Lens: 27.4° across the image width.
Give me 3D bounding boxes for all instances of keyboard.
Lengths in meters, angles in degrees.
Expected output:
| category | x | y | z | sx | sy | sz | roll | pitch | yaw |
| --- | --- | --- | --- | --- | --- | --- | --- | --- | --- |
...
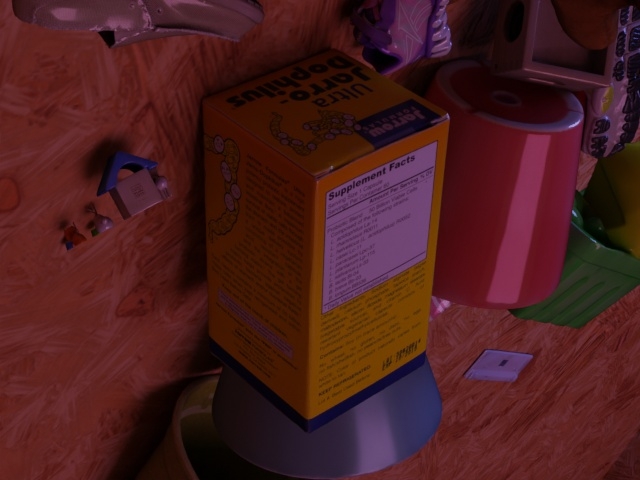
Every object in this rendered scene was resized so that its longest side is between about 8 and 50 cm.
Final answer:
| category | x | y | z | sx | sy | sz | roll | pitch | yaw |
| --- | --- | --- | --- | --- | --- | --- | --- | --- | --- |
| keyboard | 0.360 | 0.252 | 2.638 | 0.072 | 0.014 | 0.256 | -57 | 152 | 11 |

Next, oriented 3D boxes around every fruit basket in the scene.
| category | x | y | z | sx | sy | sz | roll | pitch | yaw |
| --- | --- | --- | --- | --- | --- | --- | --- | --- | --- |
| fruit basket | 0.411 | -0.050 | 1.974 | 0.392 | 0.283 | 0.392 | -35 | 151 | -23 |

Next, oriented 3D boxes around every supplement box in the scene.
| category | x | y | z | sx | sy | sz | roll | pitch | yaw |
| --- | --- | --- | --- | --- | --- | --- | --- | --- | --- |
| supplement box | 0.000 | 0.000 | 1.481 | 0.194 | 0.195 | 0.357 | -26 | 135 | -33 |

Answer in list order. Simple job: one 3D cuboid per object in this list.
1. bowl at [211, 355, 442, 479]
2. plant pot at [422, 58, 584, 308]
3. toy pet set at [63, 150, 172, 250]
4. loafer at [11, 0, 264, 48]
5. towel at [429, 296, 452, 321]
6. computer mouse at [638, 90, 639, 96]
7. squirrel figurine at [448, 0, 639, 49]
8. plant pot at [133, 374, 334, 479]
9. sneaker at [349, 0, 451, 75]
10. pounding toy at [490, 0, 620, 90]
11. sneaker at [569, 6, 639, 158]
| category | x | y | z | sx | sy | sz | roll | pitch | yaw |
| --- | --- | --- | --- | --- | --- | --- | --- | --- | --- |
| bowl | 0.006 | 0.153 | 1.727 | 0.311 | 0.311 | 0.163 | -25 | 126 | -35 |
| plant pot | 0.211 | -0.084 | 1.694 | 0.275 | 0.275 | 0.243 | -19 | 135 | -41 |
| toy pet set | -0.215 | -0.051 | 1.361 | 0.122 | 0.065 | 0.114 | -30 | -175 | -22 |
| loafer | -0.163 | -0.215 | 1.140 | 0.268 | 0.102 | 0.092 | 7 | 125 | -47 |
| towel | 0.227 | 0.049 | 2.136 | 0.197 | 0.029 | 0.144 | -42 | 153 | -6 |
| computer mouse | 0.451 | -0.285 | 1.801 | 0.184 | 0.060 | 0.262 | -6 | 136 | 7 |
| squirrel figurine | 0.325 | -0.343 | 1.331 | 0.281 | 0.370 | 0.397 | -35 | 151 | -19 |
| plant pot | -0.160 | 0.373 | 1.827 | 0.254 | 0.276 | 0.276 | -46 | 156 | 27 |
| sneaker | 0.080 | -0.259 | 1.429 | 0.104 | 0.095 | 0.236 | -31 | 152 | -9 |
| pounding toy | 0.269 | -0.301 | 1.611 | 0.181 | 0.094 | 0.206 | 8 | 89 | -21 |
| sneaker | 0.366 | -0.244 | 1.731 | 0.107 | 0.118 | 0.279 | -14 | 129 | -30 |
